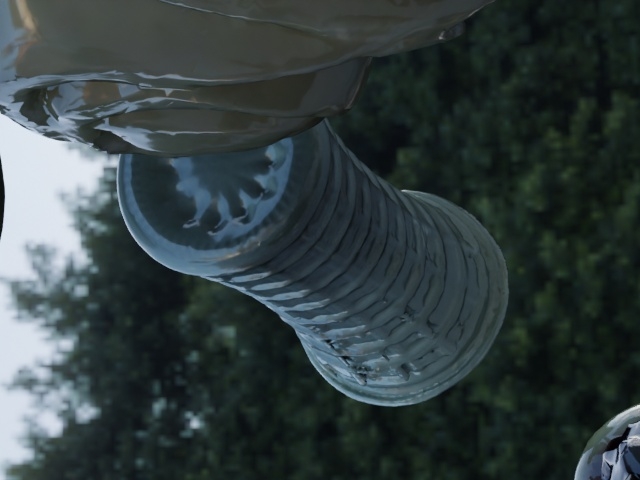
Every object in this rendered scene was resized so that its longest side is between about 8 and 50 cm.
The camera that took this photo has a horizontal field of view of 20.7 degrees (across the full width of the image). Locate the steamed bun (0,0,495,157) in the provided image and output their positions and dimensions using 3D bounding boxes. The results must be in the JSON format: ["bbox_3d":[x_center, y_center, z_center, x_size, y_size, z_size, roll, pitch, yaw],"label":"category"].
[{"bbox_3d":[-0.062,-0.156,0.676,0.342,0.368,0.255,-32,-73,-59],"label":"steamed bun"}]

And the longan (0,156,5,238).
[{"bbox_3d":[-0.244,-0.016,0.886,0.167,0.167,0.187,17,-116,-63],"label":"longan"}]

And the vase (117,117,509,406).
[{"bbox_3d":[0.000,0.000,0.981,0.299,0.143,0.143,35,-124,-65],"label":"vase"}]

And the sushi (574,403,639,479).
[{"bbox_3d":[0.155,0.145,0.650,0.171,0.270,0.236,35,-157,-15],"label":"sushi"}]
